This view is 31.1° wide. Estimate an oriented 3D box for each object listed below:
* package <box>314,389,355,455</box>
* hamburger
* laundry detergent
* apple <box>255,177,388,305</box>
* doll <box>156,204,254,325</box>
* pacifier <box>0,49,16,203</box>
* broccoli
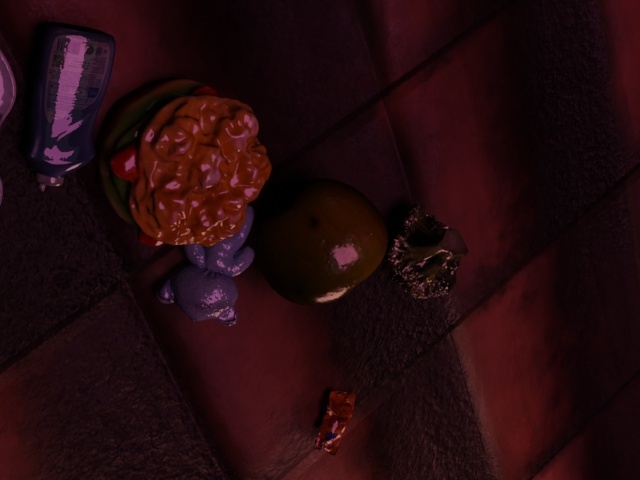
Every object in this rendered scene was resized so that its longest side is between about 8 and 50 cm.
[{"bbox_3d":[0.024,0.303,1.922,0.077,0.033,0.110,22,88,-35],"label":"package"},{"bbox_3d":[-0.170,-0.092,1.503,0.237,0.149,0.237,-19,121,-35],"label":"hamburger"},{"bbox_3d":[-0.313,-0.158,1.407,0.097,0.061,0.206,2,107,-44],"label":"laundry detergent"},{"bbox_3d":[0.000,0.000,1.670,0.196,0.196,0.157,-44,102,-19],"label":"apple"},{"bbox_3d":[-0.153,0.030,1.636,0.120,0.075,0.179,21,70,-8],"label":"doll"},{"bbox_3d":[-0.441,-0.105,1.221,0.228,0.207,0.278,4,105,-24],"label":"pacifier"},{"bbox_3d":[0.166,0.021,1.863,0.162,0.138,0.145,20,62,-32],"label":"broccoli"}]
